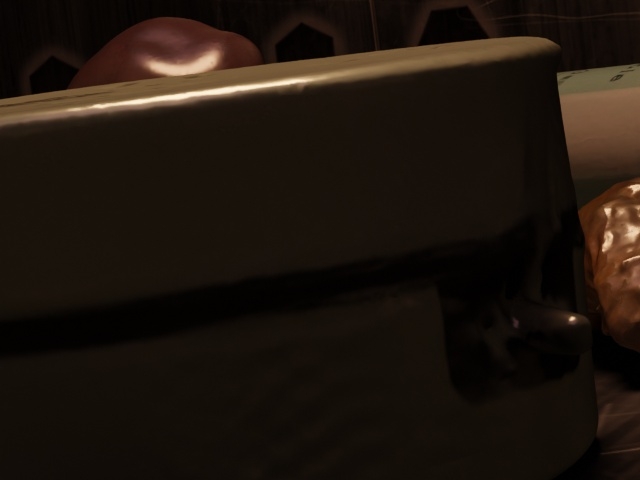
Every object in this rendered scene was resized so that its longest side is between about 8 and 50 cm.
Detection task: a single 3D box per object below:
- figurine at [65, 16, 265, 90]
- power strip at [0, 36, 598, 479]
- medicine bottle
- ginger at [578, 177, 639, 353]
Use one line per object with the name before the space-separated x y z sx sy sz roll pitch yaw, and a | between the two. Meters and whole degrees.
figurine | -0.102 -0.064 1.814 0.218 0.206 0.365 20 -9 25
power strip | -0.055 0.014 0.769 0.357 0.161 0.357 -7 6 1
medicine bottle | 0.213 -0.051 1.160 0.110 0.110 0.352 -11 6 -33
ginger | 0.114 0.010 0.989 0.122 0.084 0.290 -2 4 -24
